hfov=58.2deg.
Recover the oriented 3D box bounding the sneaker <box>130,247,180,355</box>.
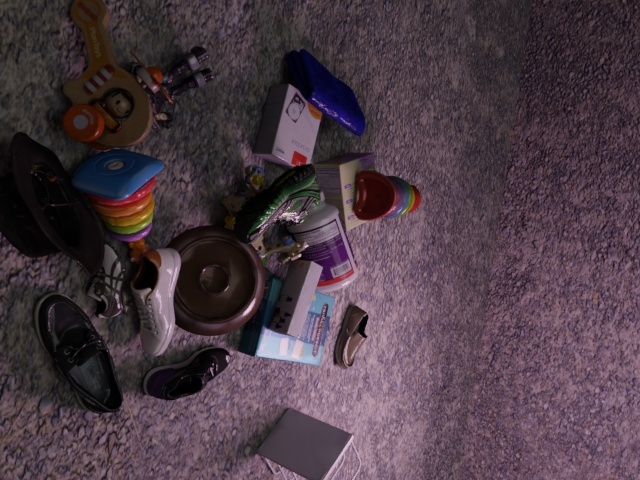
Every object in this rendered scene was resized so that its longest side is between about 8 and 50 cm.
[{"bbox_3d":[-0.445,0.162,1.477,0.123,0.106,0.289,-5,104,-61],"label":"sneaker"}]

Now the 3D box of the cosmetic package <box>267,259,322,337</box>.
[{"bbox_3d":[-0.080,0.181,1.816,0.060,0.099,0.238,33,69,-42],"label":"cosmetic package"}]

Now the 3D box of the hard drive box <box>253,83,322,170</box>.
[{"bbox_3d":[-0.100,-0.355,1.845,0.181,0.089,0.231,20,80,-49],"label":"hard drive box"}]

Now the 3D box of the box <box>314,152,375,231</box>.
[{"bbox_3d":[0.100,-0.180,2.089,0.214,0.117,0.242,-26,116,-45],"label":"box"}]

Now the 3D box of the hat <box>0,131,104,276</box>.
[{"bbox_3d":[-0.599,-0.054,1.216,0.134,0.331,0.331,-25,121,-3],"label":"hat"}]

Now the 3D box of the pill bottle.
[{"bbox_3d":[0.000,0.000,1.928,0.182,0.182,0.322,-35,112,-42],"label":"pill bottle"}]

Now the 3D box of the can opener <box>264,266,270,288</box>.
[{"bbox_3d":[-0.268,0.115,1.720,0.284,0.076,0.095,5,100,-49],"label":"can opener"}]

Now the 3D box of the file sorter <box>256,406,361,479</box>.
[{"bbox_3d":[-0.033,0.735,1.951,0.193,0.278,0.173,-47,133,-35],"label":"file sorter"}]

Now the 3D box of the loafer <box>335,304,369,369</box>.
[{"bbox_3d":[0.127,0.378,2.229,0.094,0.088,0.250,20,80,-50],"label":"loafer"}]

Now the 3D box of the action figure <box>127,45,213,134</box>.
[{"bbox_3d":[-0.400,-0.388,1.479,0.285,0.099,0.185,-44,134,-32],"label":"action figure"}]

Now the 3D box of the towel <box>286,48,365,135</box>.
[{"bbox_3d":[0.030,-0.493,1.904,0.308,0.076,0.227,20,40,-50],"label":"towel"}]

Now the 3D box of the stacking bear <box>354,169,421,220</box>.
[{"bbox_3d":[0.268,-0.157,2.090,0.289,0.164,0.175,-3,98,-56],"label":"stacking bear"}]

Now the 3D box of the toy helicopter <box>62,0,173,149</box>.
[{"bbox_3d":[-0.474,-0.389,1.311,0.140,0.235,0.354,9,67,-90],"label":"toy helicopter"}]

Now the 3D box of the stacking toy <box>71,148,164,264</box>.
[{"bbox_3d":[-0.470,-0.061,1.414,0.175,0.166,0.301,-55,153,-44],"label":"stacking toy"}]

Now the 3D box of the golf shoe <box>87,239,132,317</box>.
[{"bbox_3d":[-0.528,0.098,1.410,0.094,0.077,0.198,-20,106,-41],"label":"golf shoe"}]

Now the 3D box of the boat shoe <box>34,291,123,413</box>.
[{"bbox_3d":[-0.561,0.278,1.367,0.127,0.113,0.339,-31,118,-43],"label":"boat shoe"}]

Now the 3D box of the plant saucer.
[{"bbox_3d":[-0.297,0.108,1.591,0.311,0.050,0.310,3,82,-22],"label":"plant saucer"}]

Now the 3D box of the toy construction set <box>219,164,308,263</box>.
[{"bbox_3d":[-0.185,-0.048,1.757,0.215,0.151,0.327,-49,119,-34],"label":"toy construction set"}]

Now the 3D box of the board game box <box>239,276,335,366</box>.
[{"bbox_3d":[-0.104,0.278,1.943,0.336,0.079,0.253,24,77,-49],"label":"board game box"}]

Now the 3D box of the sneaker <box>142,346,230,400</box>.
[{"bbox_3d":[-0.347,0.389,1.632,0.283,0.124,0.107,-16,109,-48],"label":"sneaker"}]

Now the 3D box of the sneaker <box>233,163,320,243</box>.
[{"bbox_3d":[-0.104,-0.087,1.639,0.343,0.134,0.146,-42,115,-38],"label":"sneaker"}]
